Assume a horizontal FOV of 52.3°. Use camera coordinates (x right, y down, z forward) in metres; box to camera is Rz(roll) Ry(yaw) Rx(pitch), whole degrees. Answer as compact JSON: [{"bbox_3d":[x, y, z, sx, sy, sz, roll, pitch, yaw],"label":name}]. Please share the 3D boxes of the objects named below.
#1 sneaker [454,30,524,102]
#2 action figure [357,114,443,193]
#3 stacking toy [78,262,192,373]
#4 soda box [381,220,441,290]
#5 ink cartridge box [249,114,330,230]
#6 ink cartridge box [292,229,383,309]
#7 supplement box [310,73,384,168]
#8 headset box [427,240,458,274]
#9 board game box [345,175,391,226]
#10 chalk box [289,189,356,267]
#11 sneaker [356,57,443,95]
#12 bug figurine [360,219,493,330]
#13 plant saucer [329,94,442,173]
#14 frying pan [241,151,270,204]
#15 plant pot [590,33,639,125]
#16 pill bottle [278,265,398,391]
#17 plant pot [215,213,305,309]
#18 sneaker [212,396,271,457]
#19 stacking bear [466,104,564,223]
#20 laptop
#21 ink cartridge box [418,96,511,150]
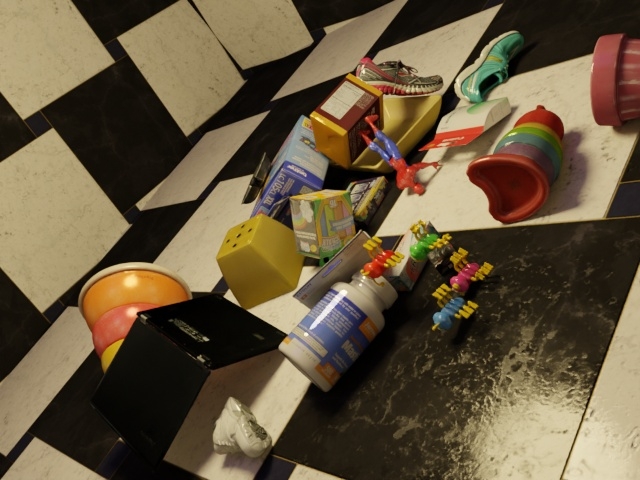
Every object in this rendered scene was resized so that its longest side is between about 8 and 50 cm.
[{"bbox_3d":[0.539,-0.527,2.014,0.275,0.107,0.110,-48,46,-4],"label":"sneaker"},{"bbox_3d":[0.239,-0.244,1.891,0.280,0.139,0.091,59,142,27],"label":"action figure"},{"bbox_3d":[-0.552,0.334,1.950,0.351,0.350,0.479,-32,43,17],"label":"stacking toy"},{"bbox_3d":[0.220,0.037,1.583,0.063,0.058,0.183,-6,43,49],"label":"soda box"},{"bbox_3d":[-0.095,-0.188,2.147,0.270,0.151,0.395,-53,16,39],"label":"ink cartridge box"},{"bbox_3d":[0.052,0.083,1.547,0.223,0.224,0.045,-43,54,3],"label":"ink cartridge box"},{"bbox_3d":[0.087,-0.364,2.009,0.129,0.191,0.194,35,74,20],"label":"supplement box"},{"bbox_3d":[0.287,0.035,1.527,0.062,0.032,0.083,-37,28,9],"label":"headset box"},{"bbox_3d":[0.116,-0.112,1.962,0.141,0.048,0.170,-5,43,47],"label":"board game box"},{"bbox_3d":[0.012,-0.027,1.837,0.132,0.213,0.132,-16,16,-31],"label":"chalk box"},{"bbox_3d":[0.258,-0.517,2.073,0.299,0.112,0.121,-2,10,-21],"label":"sneaker"},{"bbox_3d":[0.233,0.074,1.400,0.216,0.072,0.279,-35,56,-28],"label":"bug figurine"},{"bbox_3d":[0.214,-0.331,2.132,0.332,0.081,0.333,-47,27,-14],"label":"plant saucer"},{"bbox_3d":[-0.203,-0.221,2.180,0.197,0.053,0.326,-69,11,-17],"label":"frying pan"},{"bbox_3d":[0.700,-0.350,1.412,0.180,0.201,0.201,5,49,35],"label":"plant pot"},{"bbox_3d":[0.048,0.192,1.470,0.272,0.152,0.152,-47,27,-12],"label":"pill bottle"},{"bbox_3d":[-0.187,0.047,1.963,0.212,0.187,0.212,-24,30,30],"label":"plant pot"},{"bbox_3d":[-0.188,0.449,1.479,0.115,0.090,0.232,-52,19,-7],"label":"sneaker"},{"bbox_3d":[0.481,-0.202,1.508,0.164,0.175,0.289,-16,28,44],"label":"stacking bear"},{"bbox_3d":[-0.344,0.343,1.719,0.408,0.236,0.382,-12,23,-39],"label":"laptop"},{"bbox_3d":[0.401,-0.328,1.841,0.225,0.056,0.181,-33,19,-32],"label":"ink cartridge box"}]
